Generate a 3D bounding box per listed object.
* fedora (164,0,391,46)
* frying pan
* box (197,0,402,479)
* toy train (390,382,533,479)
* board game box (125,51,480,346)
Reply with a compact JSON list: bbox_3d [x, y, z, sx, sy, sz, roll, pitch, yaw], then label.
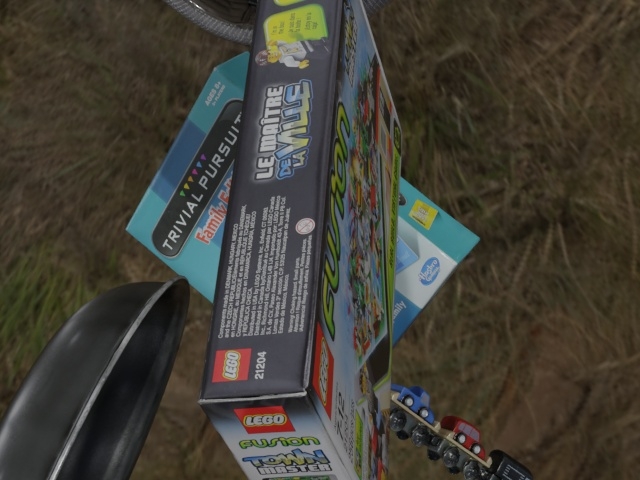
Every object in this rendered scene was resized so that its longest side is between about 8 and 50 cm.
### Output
[{"bbox_3d":[-0.029,-0.268,0.831,0.243,0.124,0.276,7,128,17],"label":"fedora"},{"bbox_3d":[-0.127,0.132,0.509,0.053,0.326,0.197,23,122,4],"label":"frying pan"},{"bbox_3d":[0.000,0.000,0.481,0.036,0.207,0.114,-6,142,14],"label":"box"},{"bbox_3d":[0.094,0.140,0.864,0.158,0.027,0.036,36,77,-27],"label":"toy train"},{"bbox_3d":[-0.030,-0.006,1.420,0.336,0.079,0.254,39,124,7],"label":"board game box"}]
